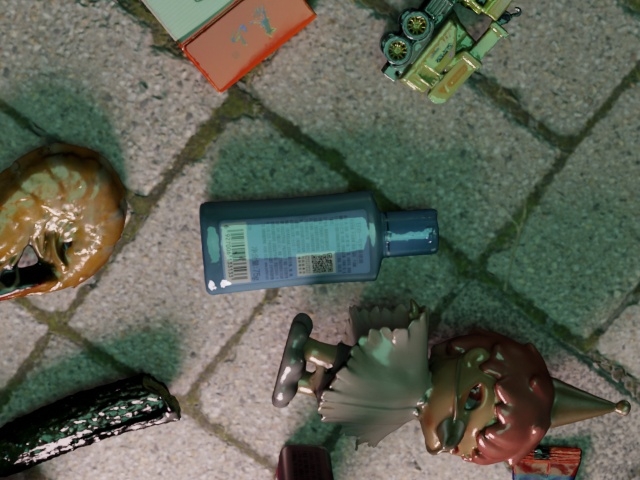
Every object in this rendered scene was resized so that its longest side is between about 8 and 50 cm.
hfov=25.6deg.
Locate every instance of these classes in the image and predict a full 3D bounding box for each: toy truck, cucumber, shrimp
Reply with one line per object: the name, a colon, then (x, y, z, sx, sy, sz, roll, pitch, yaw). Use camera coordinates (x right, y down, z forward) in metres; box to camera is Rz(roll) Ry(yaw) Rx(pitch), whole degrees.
toy truck: (0.139, -0.225, 1.477, 0.100, 0.077, 0.169, 37, 98, -10)
cucumber: (-0.281, 0.207, 1.573, 0.245, 0.067, 0.067, -18, 106, 2)
shrimp: (-0.328, 0.016, 1.523, 0.287, 0.063, 0.152, -43, 115, 6)

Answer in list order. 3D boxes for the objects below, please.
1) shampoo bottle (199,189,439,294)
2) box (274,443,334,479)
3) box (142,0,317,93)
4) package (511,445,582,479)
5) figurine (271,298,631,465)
shampoo bottle: (0.000, 0.000, 1.536, 0.258, 0.061, 0.104, -4, 105, -3)
box: (-0.016, 0.320, 1.540, 0.069, 0.224, 0.120, 5, 104, -4)
box: (-0.130, -0.288, 1.462, 0.139, 0.035, 0.245, -37, 104, 6)
package: (0.257, 0.336, 1.667, 0.083, 0.022, 0.200, 3, 104, -6)
figurine: (0.143, 0.174, 1.543, 0.387, 0.166, 0.207, 14, 121, -5)
